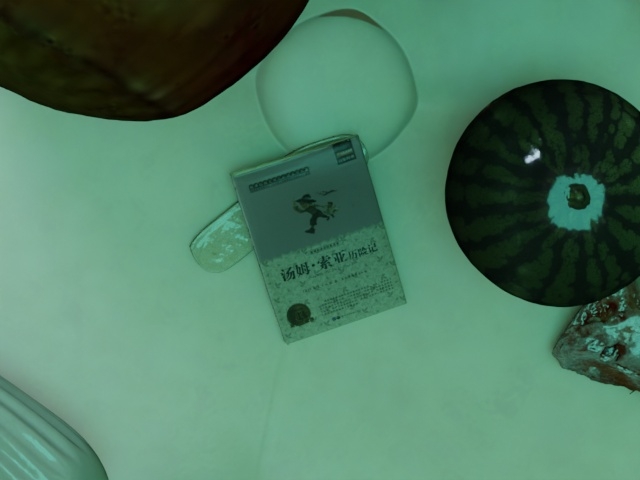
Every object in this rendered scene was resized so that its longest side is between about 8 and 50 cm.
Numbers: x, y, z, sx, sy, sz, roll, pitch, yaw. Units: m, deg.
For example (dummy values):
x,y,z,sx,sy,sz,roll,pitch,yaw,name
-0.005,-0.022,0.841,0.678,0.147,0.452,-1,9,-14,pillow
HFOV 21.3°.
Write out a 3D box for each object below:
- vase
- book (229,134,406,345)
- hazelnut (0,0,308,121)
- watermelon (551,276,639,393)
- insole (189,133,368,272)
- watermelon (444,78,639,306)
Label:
x,y,z,sx,sy,sz,roll,pitch,yaw,name
-0.312,0.179,1.553,0.248,0.128,0.128,45,94,-5,vase
0.000,0.000,1.597,0.127,0.014,0.181,-18,110,-3,book
-0.180,-0.300,1.334,0.421,0.353,0.421,5,101,26,hazelnut
0.296,0.104,1.644,0.139,0.071,0.187,-19,105,1,watermelon
-0.039,-0.037,1.594,0.192,0.010,0.063,-37,105,1,insole
0.213,-0.042,1.523,0.212,0.212,0.212,-2,103,-7,watermelon
